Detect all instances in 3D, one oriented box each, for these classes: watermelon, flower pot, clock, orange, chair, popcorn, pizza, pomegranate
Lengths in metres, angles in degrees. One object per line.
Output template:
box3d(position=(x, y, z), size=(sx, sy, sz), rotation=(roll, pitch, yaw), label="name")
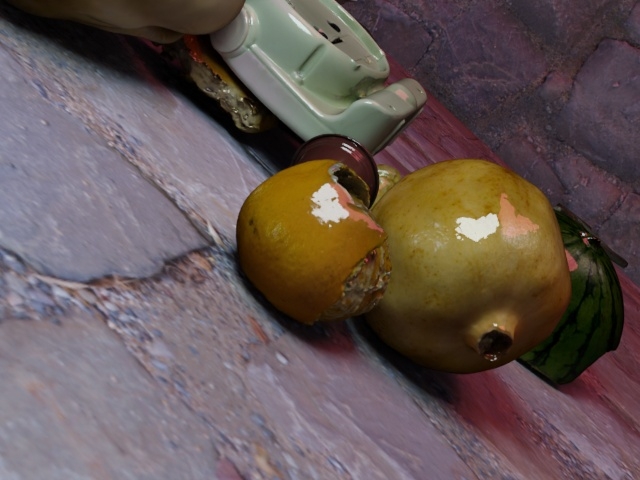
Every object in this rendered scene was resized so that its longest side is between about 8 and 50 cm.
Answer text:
box3d(position=(0.317, 0.044, 1.478), size=(0.331, 0.189, 0.331), rotation=(44, 12, -12), label="watermelon")
box3d(position=(0.003, -0.056, 1.139), size=(0.111, 0.111, 0.089), rotation=(42, 29, -1), label="flower pot")
box3d(position=(-0.021, -0.242, 1.286), size=(0.324, 0.108, 0.265), rotation=(44, 23, 1), label="clock")
box3d(position=(0.000, 0.000, 0.908), size=(0.157, 0.134, 0.156), rotation=(27, 27, -15), label="orange")
box3d(position=(0.447, 0.012, 1.952), size=(0.270, 0.136, 0.147), rotation=(25, 21, -43), label="chair")
box3d(position=(0.056, -0.043, 1.255), size=(0.109, 0.089, 0.096), rotation=(-54, 136, -60), label="popcorn")
box3d(position=(-0.137, -0.207, 1.257), size=(0.226, 0.069, 0.147), rotation=(38, 24, -16), label="pizza")
box3d(position=(0.139, 0.026, 1.027), size=(0.233, 0.233, 0.233), rotation=(38, 16, -13), label="pomegranate")

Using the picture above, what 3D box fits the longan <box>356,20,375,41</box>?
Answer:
box3d(position=(0.009, -0.280, 1.626), size=(0.189, 0.189, 0.189), rotation=(38, 16, -13), label="longan")

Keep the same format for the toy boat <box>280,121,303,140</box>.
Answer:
box3d(position=(-0.051, -0.225, 1.465), size=(0.310, 0.089, 0.115), rotation=(34, 26, -27), label="toy boat")

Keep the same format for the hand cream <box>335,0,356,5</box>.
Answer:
box3d(position=(-0.073, -0.369, 1.584), size=(0.133, 0.083, 0.248), rotation=(-7, 10, -42), label="hand cream")

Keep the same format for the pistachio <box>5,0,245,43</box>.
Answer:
box3d(position=(-0.203, -0.388, 1.080), size=(0.365, 0.282, 0.445), rotation=(61, 42, -23), label="pistachio")
